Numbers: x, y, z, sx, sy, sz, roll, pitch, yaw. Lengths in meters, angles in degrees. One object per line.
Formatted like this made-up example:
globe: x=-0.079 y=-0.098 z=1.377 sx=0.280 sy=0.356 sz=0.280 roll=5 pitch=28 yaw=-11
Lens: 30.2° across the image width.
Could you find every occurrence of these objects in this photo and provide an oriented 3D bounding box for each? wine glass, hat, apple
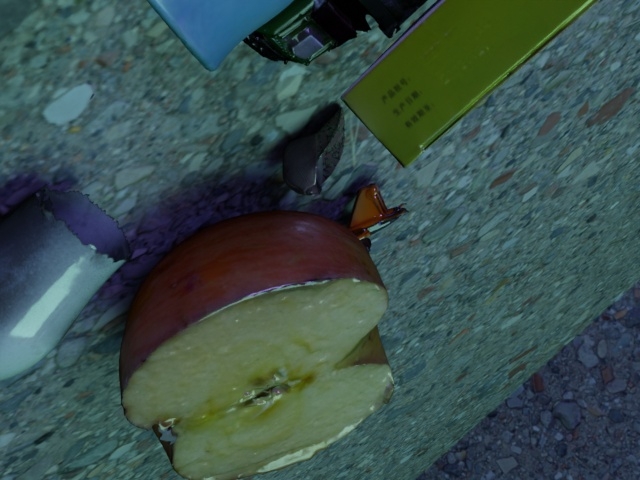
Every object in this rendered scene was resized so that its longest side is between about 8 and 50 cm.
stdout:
wine glass: x=-0.241 y=0.056 z=0.860 sx=0.222 sy=0.103 sz=0.103 roll=-42 pitch=158 yaw=12
hat: x=-0.007 y=-0.080 z=1.037 sx=0.058 sy=0.042 sz=0.087 roll=76 pitch=34 yaw=-70
apple: x=-0.070 y=0.078 z=1.083 sx=0.251 sy=0.163 sz=0.293 roll=-19 pitch=142 yaw=-10

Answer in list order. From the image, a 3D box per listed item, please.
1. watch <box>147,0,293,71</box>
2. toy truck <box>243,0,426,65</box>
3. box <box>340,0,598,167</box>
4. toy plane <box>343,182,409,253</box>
watch: x=-0.081 y=-0.175 z=0.503 sx=0.211 sy=0.193 sz=0.211 roll=-34 pitch=160 yaw=-14
toy truck: x=0.039 y=-0.214 z=0.708 sx=0.259 sy=0.121 sz=0.088 roll=-41 pitch=158 yaw=10
box: x=0.122 y=-0.157 z=0.758 sx=0.175 sy=0.062 sz=0.260 roll=-41 pitch=-174 yaw=25
toy plane: x=0.006 y=0.010 z=1.199 sx=0.188 sy=0.062 sz=0.135 roll=-36 pitch=-175 yaw=3
